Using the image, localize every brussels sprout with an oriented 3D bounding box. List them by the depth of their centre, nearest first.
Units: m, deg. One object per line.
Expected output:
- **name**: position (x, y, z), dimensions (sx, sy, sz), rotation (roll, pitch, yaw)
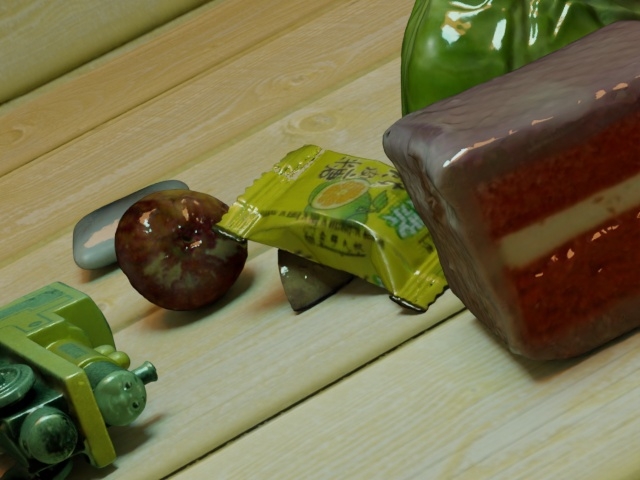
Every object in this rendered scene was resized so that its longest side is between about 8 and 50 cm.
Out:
- **brussels sprout**: position (0.231, -0.209, 2.133), dimensions (0.289, 0.354, 0.281), rotation (-1, -6, -3)

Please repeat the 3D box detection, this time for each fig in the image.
- **fig**: position (-0.169, 0.003, 2.363), dimensions (0.160, 0.143, 0.231), rotation (6, 11, -4)

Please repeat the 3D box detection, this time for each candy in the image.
- **candy**: position (0.041, -0.021, 2.156), dimensions (0.297, 0.081, 0.187), rotation (22, 49, 29)
- **candy**: position (-0.256, -0.024, 2.637), dimensions (0.174, 0.071, 0.138), rotation (-24, 19, 1)

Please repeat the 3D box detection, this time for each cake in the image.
- **cake**: position (0.249, -0.056, 1.845), dimensions (0.309, 0.237, 0.230), rotation (-24, 19, -3)

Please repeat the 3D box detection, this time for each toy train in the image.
- **toy train**: position (-0.303, 0.160, 2.108), dimensions (0.237, 0.150, 0.369), rotation (-26, 19, -22)

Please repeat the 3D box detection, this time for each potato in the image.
- **potato**: position (0.000, 0.000, 2.229), dimensions (0.101, 0.089, 0.172), rotation (-17, 19, 15)
